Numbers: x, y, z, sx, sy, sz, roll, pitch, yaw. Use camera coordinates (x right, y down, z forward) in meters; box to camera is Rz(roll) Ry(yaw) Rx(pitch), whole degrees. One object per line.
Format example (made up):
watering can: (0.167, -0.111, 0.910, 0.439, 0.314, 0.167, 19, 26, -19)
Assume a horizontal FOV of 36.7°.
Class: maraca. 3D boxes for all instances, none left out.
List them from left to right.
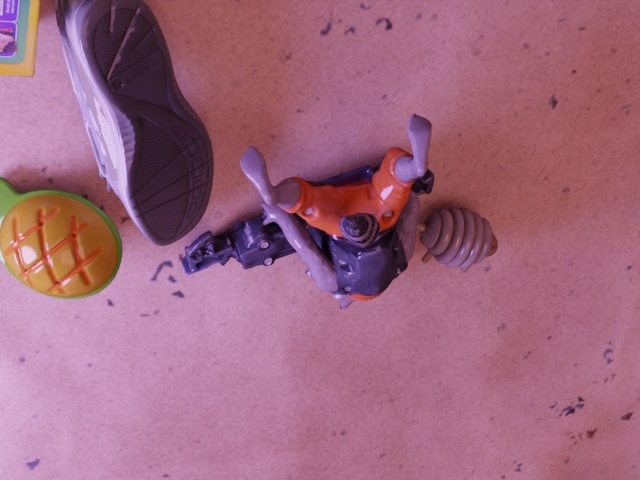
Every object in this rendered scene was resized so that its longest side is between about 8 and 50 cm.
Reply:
maraca: (-0.317, -0.002, 1.101, 0.185, 0.099, 0.127, 20, 102, -3)

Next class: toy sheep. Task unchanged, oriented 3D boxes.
toy sheep: (0.179, -0.004, 1.295, 0.132, 0.091, 0.091, 10, 116, -20)

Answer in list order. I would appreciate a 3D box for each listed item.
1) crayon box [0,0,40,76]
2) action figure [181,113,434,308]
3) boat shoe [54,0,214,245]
crayon box: (-0.335, -0.269, 0.865, 0.165, 0.081, 0.278, 0, 148, -21)
action figure: (0.000, 0.000, 1.151, 0.341, 0.178, 0.330, -23, 154, -2)
boat shoe: (-0.207, -0.135, 1.068, 0.118, 0.103, 0.320, -36, 134, -21)
